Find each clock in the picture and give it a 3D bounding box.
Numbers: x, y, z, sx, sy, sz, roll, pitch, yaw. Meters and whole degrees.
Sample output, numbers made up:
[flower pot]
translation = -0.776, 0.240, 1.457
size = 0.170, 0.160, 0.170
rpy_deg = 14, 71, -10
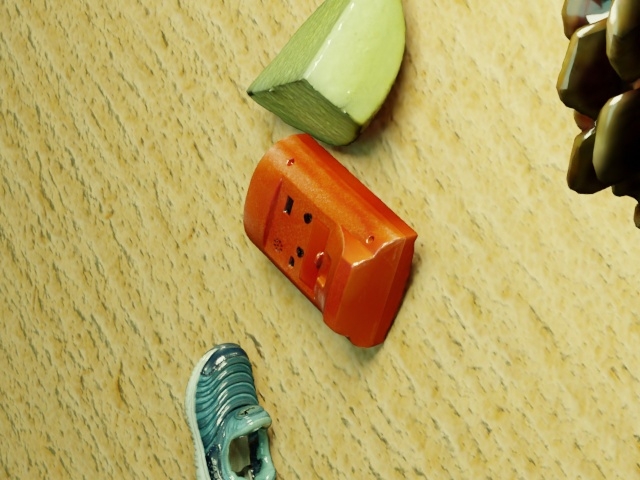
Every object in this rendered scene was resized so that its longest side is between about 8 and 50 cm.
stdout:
[clock]
translation = 0.000, 0.000, 1.534
size = 0.155, 0.061, 0.113
rpy_deg = 45, 134, 36

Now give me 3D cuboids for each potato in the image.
[potato]
translation = 0.021, -0.146, 1.539
size = 0.120, 0.081, 0.149
rpy_deg = -55, 16, -12

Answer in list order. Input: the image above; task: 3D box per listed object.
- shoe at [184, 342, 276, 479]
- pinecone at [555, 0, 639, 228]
[shoe]
translation = -0.071, 0.158, 1.620
size = 0.071, 0.064, 0.143
rpy_deg = -7, 88, 47
[pinecone]
translation = 0.317, -0.145, 1.006
size = 0.397, 0.397, 0.398
rpy_deg = 0, 90, 46
